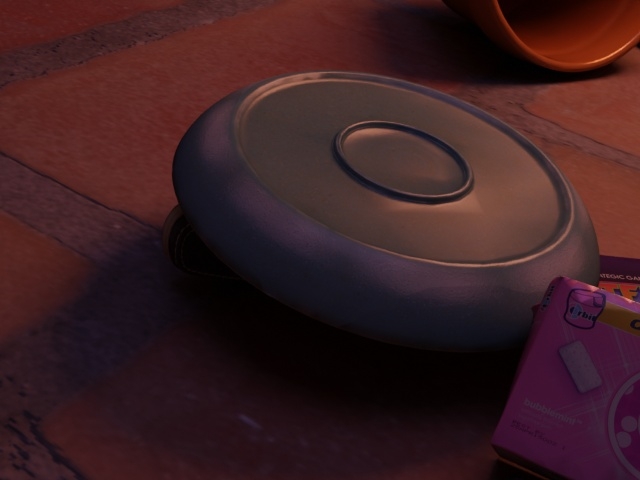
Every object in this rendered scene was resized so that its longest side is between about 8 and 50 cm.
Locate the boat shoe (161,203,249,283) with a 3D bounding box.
[{"bbox_3d":[0.000,0.001,0.687,0.224,0.080,0.073,-1,28,-20],"label":"boat shoe"}]

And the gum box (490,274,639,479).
[{"bbox_3d":[0.195,0.104,0.530,0.188,0.062,0.107,21,77,21],"label":"gum box"}]

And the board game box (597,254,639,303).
[{"bbox_3d":[0.241,0.069,0.656,0.170,0.048,0.141,5,34,-3],"label":"board game box"}]

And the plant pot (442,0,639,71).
[{"bbox_3d":[0.261,-0.362,1.141,0.291,0.290,0.203,-9,20,-23],"label":"plant pot"}]

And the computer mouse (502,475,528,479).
[{"bbox_3d":[0.162,0.203,0.422,0.262,0.060,0.184,25,36,27],"label":"computer mouse"}]

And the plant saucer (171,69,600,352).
[{"bbox_3d":[0.055,-0.044,0.675,0.318,0.043,0.317,10,35,-8],"label":"plant saucer"}]
